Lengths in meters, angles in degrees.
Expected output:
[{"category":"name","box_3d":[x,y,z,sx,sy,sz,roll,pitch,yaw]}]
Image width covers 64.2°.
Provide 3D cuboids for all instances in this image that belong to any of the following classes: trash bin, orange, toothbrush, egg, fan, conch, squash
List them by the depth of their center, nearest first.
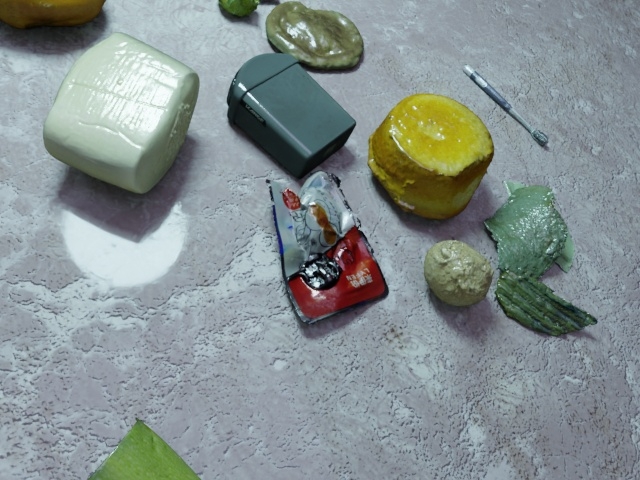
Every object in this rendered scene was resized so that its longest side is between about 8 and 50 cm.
[{"category":"squash","box_3d":[-0.165,0.360,0.628,0.287,0.137,0.137,44,56,-8]},{"category":"egg","box_3d":[0.249,0.059,0.917,0.140,0.116,0.118,42,48,-23]},{"category":"orange","box_3d":[-0.520,-0.506,0.944,0.248,0.183,0.249,7,58,-12]},{"category":"trash bin","box_3d":[-0.067,-0.254,1.004,0.236,0.101,0.176,45,56,6]},{"category":"fan","box_3d":[0.484,-0.041,1.116,0.131,0.009,0.240,-16,67,-28]},{"category":"conch","box_3d":[-0.185,-0.543,1.140,0.121,0.074,0.089,27,30,25]},{"category":"toothbrush","box_3d":[0.457,-0.340,1.267,0.024,0.026,0.288,-43,76,10]}]

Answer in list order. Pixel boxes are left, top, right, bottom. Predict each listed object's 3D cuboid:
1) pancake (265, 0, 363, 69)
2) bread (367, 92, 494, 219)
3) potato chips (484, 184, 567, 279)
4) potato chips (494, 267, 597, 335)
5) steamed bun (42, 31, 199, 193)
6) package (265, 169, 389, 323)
[{"category":"pancake","box_3d":[-0.010,-0.481,1.183,0.236,0.042,0.223,24,53,-6]},{"category":"bread","box_3d":[0.218,-0.178,1.026,0.268,0.146,0.269,7,57,-11]},{"category":"potato chips","box_3d":[0.420,-0.026,1.054,0.166,0.059,0.229,-3,63,1]},{"category":"potato chips","box_3d":[0.425,0.133,0.978,0.207,0.028,0.092,31,83,-2]},{"category":"steamed bun","box_3d":[-0.324,-0.206,0.856,0.199,0.155,0.250,22,63,-2]},{"category":"package","box_3d":[0.000,0.000,0.904,0.193,0.071,0.270,-18,81,-24]}]
